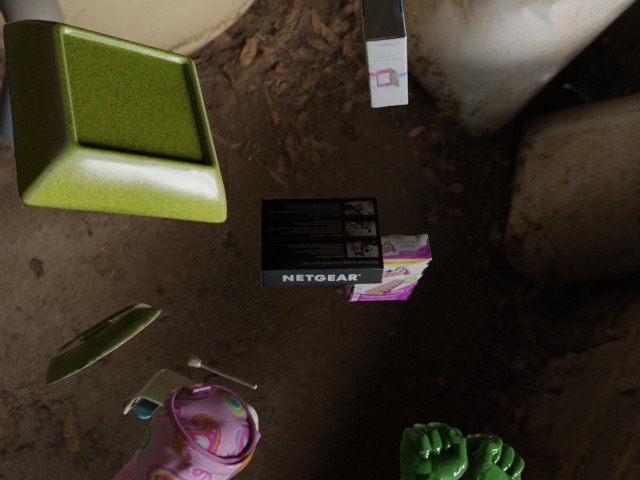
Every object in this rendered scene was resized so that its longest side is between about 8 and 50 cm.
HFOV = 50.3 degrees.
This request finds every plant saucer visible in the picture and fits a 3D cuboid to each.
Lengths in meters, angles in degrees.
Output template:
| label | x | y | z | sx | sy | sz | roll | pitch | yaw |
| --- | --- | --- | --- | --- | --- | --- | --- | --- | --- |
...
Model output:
| label | x | y | z | sx | sy | sz | roll | pitch | yaw |
| --- | --- | --- | --- | --- | --- | --- | --- | --- | --- |
| plant saucer | -0.170 | -0.114 | 0.606 | 0.188 | 0.045 | 0.188 | 5 | 59 | -40 |
| plant saucer | -0.408 | 0.179 | 1.263 | 0.241 | 0.241 | 0.037 | -36 | 100 | -26 |

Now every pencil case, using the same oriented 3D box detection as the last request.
| label | x | y | z | sx | sy | sz | roll | pitch | yaw |
| --- | --- | --- | --- | --- | --- | --- | --- | --- | --- |
| pencil case | -0.191 | 0.286 | 0.781 | 0.124 | 0.284 | 0.124 | 32 | 25 | -16 |

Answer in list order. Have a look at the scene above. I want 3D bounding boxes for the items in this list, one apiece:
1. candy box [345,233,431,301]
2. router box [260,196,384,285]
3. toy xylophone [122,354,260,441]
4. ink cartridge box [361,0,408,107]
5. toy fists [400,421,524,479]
| label | x | y | z | sx | sy | sz | roll | pitch | yaw |
| --- | --- | --- | --- | --- | --- | --- | --- | --- | --- |
| candy box | 0.155 | 0.069 | 1.626 | 0.159 | 0.233 | 0.071 | -1 | 61 | -8 |
| router box | 0.000 | 0.000 | 1.016 | 0.179 | 0.046 | 0.133 | -1 | 55 | -2 |
| toy xylophone | -0.278 | 0.387 | 1.591 | 0.323 | 0.081 | 0.236 | 25 | 26 | 17 |
| ink cartridge box | 0.082 | -0.241 | 0.863 | 0.052 | 0.122 | 0.088 | -4 | 61 | 5 |
| toy fists | 0.292 | 0.456 | 1.402 | 0.279 | 0.096 | 0.142 | 16 | 62 | -13 |
